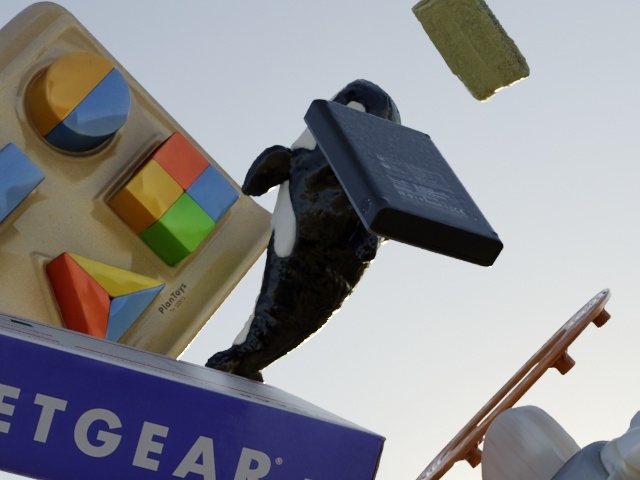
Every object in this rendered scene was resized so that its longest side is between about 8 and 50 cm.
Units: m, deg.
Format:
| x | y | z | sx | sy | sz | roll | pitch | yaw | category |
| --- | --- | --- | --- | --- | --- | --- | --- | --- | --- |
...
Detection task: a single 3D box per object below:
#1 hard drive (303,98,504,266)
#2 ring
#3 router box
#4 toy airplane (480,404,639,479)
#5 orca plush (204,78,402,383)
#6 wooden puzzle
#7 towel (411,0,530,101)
| x | y | z | sx | sy | sz | roll | pitch | yaw | category |
| --- | --- | --- | --- | --- | --- | --- | --- | --- | --- |
| 0.051 | -0.039 | 0.980 | 0.094 | 0.135 | 0.022 | 16 | -63 | -29 | hard drive |
| 0.220 | 0.183 | 1.771 | 0.336 | 0.032 | 0.336 | -45 | -5 | -5 | ring |
| -0.159 | 0.114 | 1.073 | 0.335 | 0.082 | 0.301 | 17 | -4 | -13 | router box |
| 0.241 | 0.280 | 0.819 | 0.386 | 0.384 | 0.272 | 2 | -10 | 31 | toy airplane |
| 0.000 | 0.000 | 1.310 | 0.151 | 0.102 | 0.287 | 43 | -101 | -28 | orca plush |
| -0.234 | -0.039 | 1.496 | 0.322 | 0.348 | 0.080 | -52 | 8 | -35 | wooden puzzle |
| 0.178 | -0.238 | 1.828 | 0.027 | 0.148 | 0.110 | -41 | 8 | -31 | towel |
